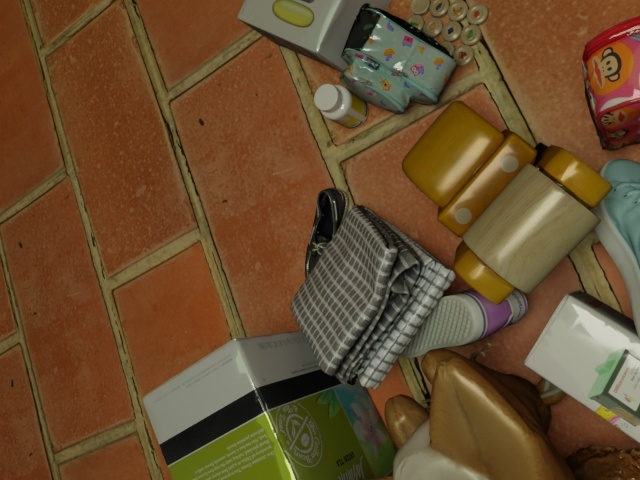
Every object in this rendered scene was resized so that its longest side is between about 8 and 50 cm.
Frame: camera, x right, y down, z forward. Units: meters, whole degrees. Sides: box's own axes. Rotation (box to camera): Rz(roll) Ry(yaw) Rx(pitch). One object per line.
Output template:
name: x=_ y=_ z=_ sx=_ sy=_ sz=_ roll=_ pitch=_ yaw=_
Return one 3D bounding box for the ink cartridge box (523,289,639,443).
ink cartridge box: x=0.439 y=0.191 z=0.821 sx=0.278 sy=0.201 sz=0.117 roll=35 pitch=103 yaw=26

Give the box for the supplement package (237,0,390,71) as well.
supplement package: x=-0.005 y=-0.446 z=1.132 sx=0.203 sy=0.149 sz=0.194 roll=32 pitch=102 yaw=27

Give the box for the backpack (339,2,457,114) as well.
backpack: x=0.128 y=-0.294 z=1.031 sx=0.189 sy=0.166 sz=0.144 roll=20 pitch=97 yaw=-6

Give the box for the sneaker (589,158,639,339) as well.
sneaker: x=0.458 y=-0.009 z=0.772 sx=0.150 sy=0.135 sz=0.365 roll=105 pitch=170 yaw=-45

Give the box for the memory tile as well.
memory tile: x=0.217 y=-0.377 z=1.084 sx=0.148 sy=0.012 sz=0.113 roll=22 pitch=97 yaw=28

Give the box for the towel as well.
towel: x=0.063 y=0.080 z=0.999 sx=0.235 sy=0.121 sz=0.283 roll=-56 pitch=20 yaw=8

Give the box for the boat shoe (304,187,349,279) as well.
boat shoe: x=0.000 y=0.000 z=1.150 sx=0.075 sy=0.065 sz=0.205 roll=14 pitch=94 yaw=28

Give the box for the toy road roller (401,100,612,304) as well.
toy road roller: x=0.240 y=-0.078 z=0.879 sx=0.241 sy=0.329 sz=0.202 roll=39 pitch=107 yaw=2

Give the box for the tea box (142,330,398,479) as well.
tea box: x=-0.060 y=0.337 z=1.014 sx=0.220 sy=0.329 sz=0.323 roll=-33 pitch=73 yaw=23

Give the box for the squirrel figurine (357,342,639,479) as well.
squirrel figurine: x=0.267 y=0.317 z=0.818 sx=0.397 sy=0.370 sz=0.280 roll=35 pitch=106 yaw=21

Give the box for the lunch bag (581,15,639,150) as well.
lunch bag: x=0.480 y=-0.211 z=0.772 sx=0.258 sy=0.293 sz=0.120 roll=-13 pitch=82 yaw=24

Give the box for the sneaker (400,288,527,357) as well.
sneaker: x=0.218 y=0.128 z=1.009 sx=0.282 sy=0.161 sz=0.102 roll=-14 pitch=89 yaw=60

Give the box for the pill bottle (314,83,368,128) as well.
pill bottle: x=0.037 y=-0.249 z=1.115 sx=0.065 sy=0.116 sz=0.065 roll=-2 pitch=86 yaw=28
